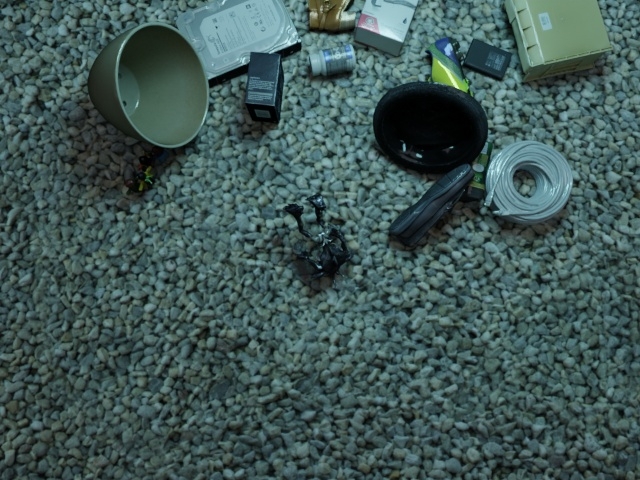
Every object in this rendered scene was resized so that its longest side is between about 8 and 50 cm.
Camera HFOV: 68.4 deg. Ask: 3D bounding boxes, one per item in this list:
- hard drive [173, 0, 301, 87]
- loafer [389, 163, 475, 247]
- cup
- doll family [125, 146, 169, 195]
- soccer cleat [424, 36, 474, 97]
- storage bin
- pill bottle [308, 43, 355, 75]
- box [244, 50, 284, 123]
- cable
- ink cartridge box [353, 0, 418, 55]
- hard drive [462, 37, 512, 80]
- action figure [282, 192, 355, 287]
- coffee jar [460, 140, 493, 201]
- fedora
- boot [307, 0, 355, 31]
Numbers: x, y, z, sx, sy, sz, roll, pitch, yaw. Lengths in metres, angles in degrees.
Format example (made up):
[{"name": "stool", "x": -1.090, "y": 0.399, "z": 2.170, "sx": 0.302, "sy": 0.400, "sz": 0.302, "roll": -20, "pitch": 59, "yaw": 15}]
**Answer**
[{"name": "hard drive", "x": -0.258, "y": -0.653, "z": 1.482, "sx": 0.339, "sy": 0.064, "sz": 0.236, "roll": -23, "pitch": 85, "yaw": -3}, {"name": "loafer", "x": 0.345, "y": -0.100, "z": 1.412, "sx": 0.302, "sy": 0.109, "sz": 0.095, "roll": -42, "pitch": 104, "yaw": 16}, {"name": "cup", "x": -0.522, "y": -0.435, "z": 1.355, "sx": 0.237, "sy": 0.331, "sz": 0.330, "roll": 7, "pitch": 84, "yaw": 29}, {"name": "doll family", "x": -0.516, "y": -0.216, "z": 1.410, "sx": 0.076, "sy": 0.111, "sz": 0.192, "roll": 19, "pitch": 84, "yaw": 0}, {"name": "soccer cleat", "x": 0.408, "y": -0.490, "z": 1.484, "sx": 0.121, "sy": 0.093, "sz": 0.288, "roll": -15, "pitch": 90, "yaw": 28}, {"name": "storage bin", "x": 0.730, "y": -0.663, "z": 1.477, "sx": 0.261, "sy": 0.123, "sz": 0.262, "roll": -13, "pitch": 86, "yaw": -2}, {"name": "pill bottle", "x": 0.036, "y": -0.561, "z": 1.472, "sx": 0.137, "sy": 0.078, "sz": 0.078, "roll": -13, "pitch": 85, "yaw": -3}, {"name": "box", "x": -0.166, "y": -0.457, "z": 1.419, "sx": 0.093, "sy": 0.156, "sz": 0.158, "roll": 6, "pitch": 84, "yaw": 0}, {"name": "cable", "x": 0.633, "y": -0.174, "z": 1.447, "sx": 0.257, "sy": 0.089, "sz": 0.256, "roll": 14, "pitch": 84, "yaw": -1}, {"name": "ink cartridge box", "x": 0.216, "y": -0.723, "z": 1.485, "sx": 0.159, "sy": 0.092, "sz": 0.217, "roll": 20, "pitch": 83, "yaw": 0}, {"name": "hard drive", "x": 0.536, "y": -0.583, "z": 1.514, "sx": 0.135, "sy": 0.022, "sz": 0.094, "roll": 22, "pitch": 85, "yaw": 1}, {"name": "action figure", "x": 0.000, "y": 0.000, "z": 1.395, "sx": 0.164, "sy": 0.141, "sz": 0.275, "roll": -27, "pitch": 112, "yaw": -12}, {"name": "coffee jar", "x": 0.466, "y": -0.209, "z": 1.441, "sx": 0.079, "sy": 0.096, "sz": 0.184, "roll": 13, "pitch": 85, "yaw": -8}, {"name": "fedora", "x": 0.332, "y": -0.358, "z": 1.405, "sx": 0.334, "sy": 0.334, "sz": 0.152, "roll": 28, "pitch": 49, "yaw": 1}, {"name": "boot", "x": 0.035, "y": -0.765, "z": 1.496, "sx": 0.153, "sy": 0.073, "sz": 0.197, "roll": 0, "pitch": 82, "yaw": 3}]
